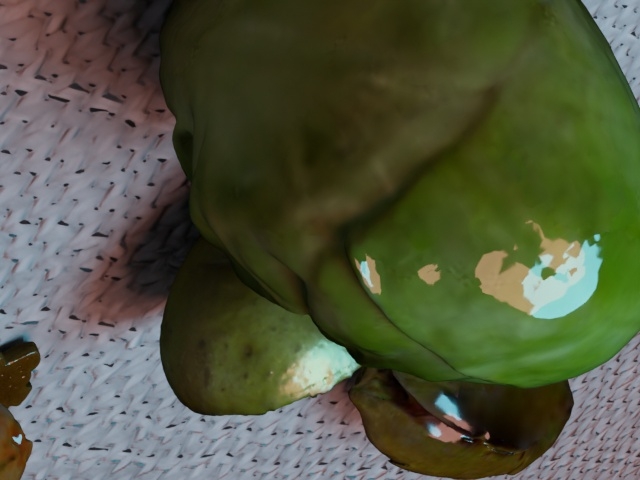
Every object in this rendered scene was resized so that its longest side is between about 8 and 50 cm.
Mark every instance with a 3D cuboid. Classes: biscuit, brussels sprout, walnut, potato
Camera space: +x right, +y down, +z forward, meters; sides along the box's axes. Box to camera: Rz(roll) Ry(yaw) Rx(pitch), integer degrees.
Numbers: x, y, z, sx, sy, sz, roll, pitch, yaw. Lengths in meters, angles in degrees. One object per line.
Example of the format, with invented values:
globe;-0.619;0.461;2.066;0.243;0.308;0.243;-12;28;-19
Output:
biscuit;-0.221;0.094;1.193;0.092;0.016;0.082;7;128;-50
brussels sprout;0.050;-0.054;1.030;0.247;0.328;0.328;-38;148;-5
walnut;0.112;0.128;1.505;0.245;0.137;0.137;2;127;-49
potato;0.000;0.000;1.224;0.272;0.160;0.111;-35;119;-27

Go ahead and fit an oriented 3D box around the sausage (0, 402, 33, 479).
sausage;-0.291;0.175;1.107;0.258;0.133;0.133;-38;148;-10
